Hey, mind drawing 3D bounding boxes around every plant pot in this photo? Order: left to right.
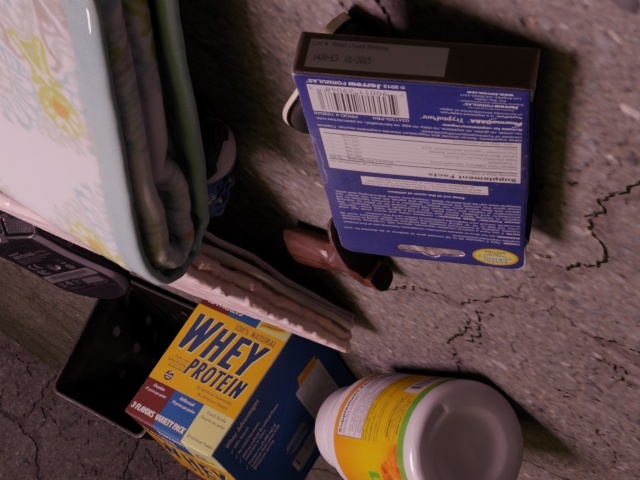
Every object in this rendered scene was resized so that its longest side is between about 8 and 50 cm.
[{"bbox_3d":[-0.228,0.183,1.680,0.187,0.188,0.167,20,168,36],"label":"plant pot"}]

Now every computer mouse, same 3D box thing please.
[{"bbox_3d":[-0.343,-0.008,1.504,0.188,0.072,0.272,-10,149,34],"label":"computer mouse"}]

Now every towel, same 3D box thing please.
[{"bbox_3d":[-0.231,-0.154,0.863,0.320,0.090,0.374,33,149,20],"label":"towel"},{"bbox_3d":[-0.162,0.011,1.206,0.317,0.053,0.332,17,171,38],"label":"towel"}]

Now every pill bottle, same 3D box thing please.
[{"bbox_3d":[0.092,0.211,1.264,0.136,0.136,0.245,40,160,-19],"label":"pill bottle"}]

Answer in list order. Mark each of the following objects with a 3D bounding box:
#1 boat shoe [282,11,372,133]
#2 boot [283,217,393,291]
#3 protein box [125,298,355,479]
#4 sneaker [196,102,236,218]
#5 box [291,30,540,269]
[{"bbox_3d":[0.008,-0.098,0.775,0.042,0.049,0.133,41,157,3],"label":"boat shoe"},{"bbox_3d":[0.000,0.000,1.062,0.114,0.037,0.106,22,157,43],"label":"boot"},{"bbox_3d":[-0.084,0.188,1.400,0.136,0.200,0.201,21,157,33],"label":"protein box"},{"bbox_3d":[-0.107,-0.065,1.033,0.081,0.080,0.211,24,170,-19],"label":"sneaker"},{"bbox_3d":[0.067,-0.049,0.751,0.136,0.037,0.225,6,153,12],"label":"box"}]
